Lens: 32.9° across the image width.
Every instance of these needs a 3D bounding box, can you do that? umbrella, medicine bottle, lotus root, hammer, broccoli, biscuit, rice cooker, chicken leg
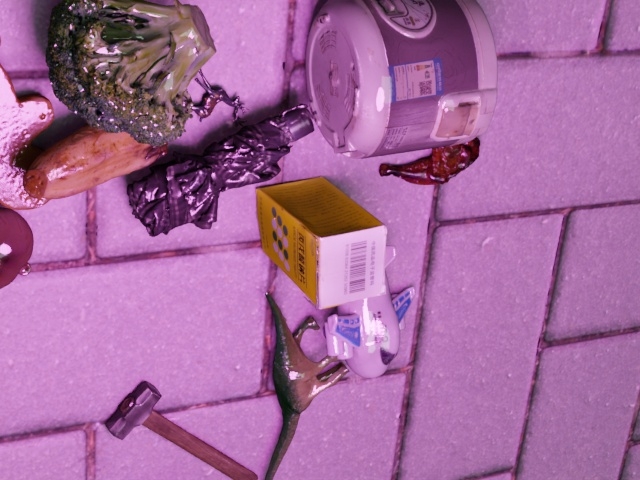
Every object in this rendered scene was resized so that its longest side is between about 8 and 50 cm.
[{"bbox_3d":[-0.156,-0.110,1.806,0.336,0.128,0.154,-26,161,-18],"label":"umbrella"},{"bbox_3d":[0.000,0.000,1.872,0.141,0.250,0.137,-11,118,-25],"label":"medicine bottle"},{"bbox_3d":[-0.348,-0.138,1.689,0.258,0.097,0.110,-27,154,-41],"label":"lotus root"},{"bbox_3d":[-0.246,0.394,2.074,0.111,0.043,0.365,-48,127,1],"label":"hammer"},{"bbox_3d":[-0.279,-0.265,1.594,0.241,0.261,0.269,-23,91,8],"label":"broccoli"},{"bbox_3d":[-0.503,-0.172,1.646,0.197,0.049,0.302,-35,125,-9],"label":"biscuit"},{"bbox_3d":[0.138,-0.278,1.782,0.277,0.288,0.288,-9,118,-21],"label":"rice cooker"},{"bbox_3d":[0.210,-0.147,2.030,0.205,0.053,0.093,-32,102,-18],"label":"chicken leg"}]

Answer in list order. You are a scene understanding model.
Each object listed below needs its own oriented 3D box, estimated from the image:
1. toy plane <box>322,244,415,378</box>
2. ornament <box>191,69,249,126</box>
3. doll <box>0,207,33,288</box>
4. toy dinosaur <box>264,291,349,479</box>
[{"bbox_3d":[0.093,0.131,2.047,0.267,0.122,0.267,-10,102,-51],"label":"toy plane"},{"bbox_3d":[-0.175,-0.224,1.803,0.125,0.028,0.073,34,95,-34],"label":"ornament"},{"bbox_3d":[-0.532,-0.005,1.694,0.145,0.096,0.188,-35,116,-14],"label":"doll"},{"bbox_3d":[-0.090,0.302,2.090,0.300,0.087,0.447,-34,124,-1],"label":"toy dinosaur"}]
